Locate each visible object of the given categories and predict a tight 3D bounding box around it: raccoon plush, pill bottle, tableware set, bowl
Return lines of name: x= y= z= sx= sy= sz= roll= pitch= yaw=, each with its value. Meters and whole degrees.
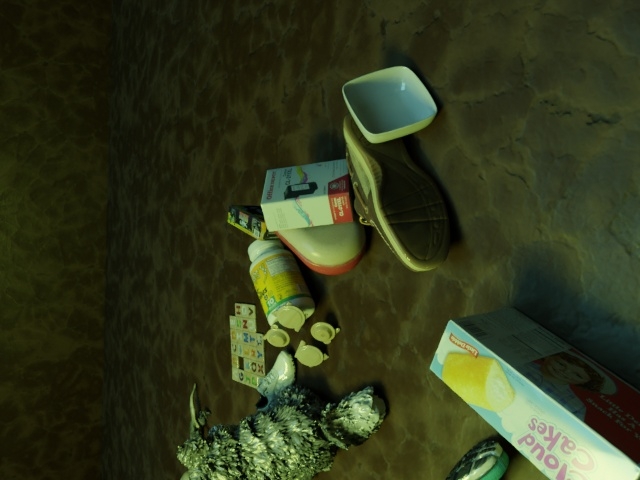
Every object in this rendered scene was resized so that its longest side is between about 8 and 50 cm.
raccoon plush: x=-0.111 y=0.417 z=1.043 sx=0.216 sy=0.299 sz=0.446 roll=59 pitch=134 yaw=28
pill bottle: x=-0.102 y=0.096 z=1.182 sx=0.118 sy=0.117 sz=0.209 roll=-53 pitch=51 yaw=40
tableware set: x=-0.045 y=0.213 z=1.103 sx=0.141 sy=0.168 sz=0.020 roll=-55 pitch=10 yaw=30
bowl: x=0.121 y=-0.236 z=0.875 sx=0.053 sy=0.142 sz=0.142 roll=83 pitch=165 yaw=-62

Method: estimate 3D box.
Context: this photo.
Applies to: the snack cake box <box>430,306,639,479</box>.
snack cake box: x=0.293 y=0.199 z=0.628 sx=0.264 sy=0.152 sz=0.089 roll=40 pitch=122 yaw=46

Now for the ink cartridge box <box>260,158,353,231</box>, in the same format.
ink cartridge box: x=-0.024 y=-0.092 z=0.989 sx=0.128 sy=0.174 sz=0.072 roll=-88 pitch=-11 yaw=-49

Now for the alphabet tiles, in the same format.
alphabet tiles: x=-0.215 y=0.304 z=1.433 sx=0.198 sy=0.009 sz=0.238 roll=-6 pitch=87 yaw=53

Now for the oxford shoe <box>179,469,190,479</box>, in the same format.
oxford shoe: x=-0.501 y=0.951 z=1.721 sx=0.140 sy=0.146 sz=0.397 roll=45 pitch=125 yaw=43

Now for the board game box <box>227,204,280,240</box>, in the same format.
board game box: x=-0.124 y=-0.045 z=1.187 sx=0.170 sy=0.141 sz=0.048 roll=26 pitch=113 yaw=50

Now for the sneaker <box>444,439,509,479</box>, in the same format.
sneaker: x=0.239 y=0.428 z=0.778 sx=0.109 sy=0.107 sz=0.276 roll=31 pitch=122 yaw=27

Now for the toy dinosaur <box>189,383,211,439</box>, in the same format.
toy dinosaur: x=-0.419 y=0.632 z=1.677 sx=0.118 sy=0.063 sz=0.269 roll=-23 pitch=70 yaw=58

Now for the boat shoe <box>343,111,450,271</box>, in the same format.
boat shoe: x=0.122 y=-0.080 z=0.894 sx=0.123 sy=0.123 sz=0.342 roll=107 pitch=144 yaw=-57

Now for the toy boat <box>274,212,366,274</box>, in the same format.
toy boat: x=0.000 y=0.000 z=1.052 sx=0.231 sy=0.150 sz=0.151 roll=43 pitch=154 yaw=45

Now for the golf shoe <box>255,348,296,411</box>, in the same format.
golf shoe: x=-0.116 y=0.361 z=1.238 sx=0.069 sy=0.085 sz=0.176 roll=31 pitch=114 yaw=50
